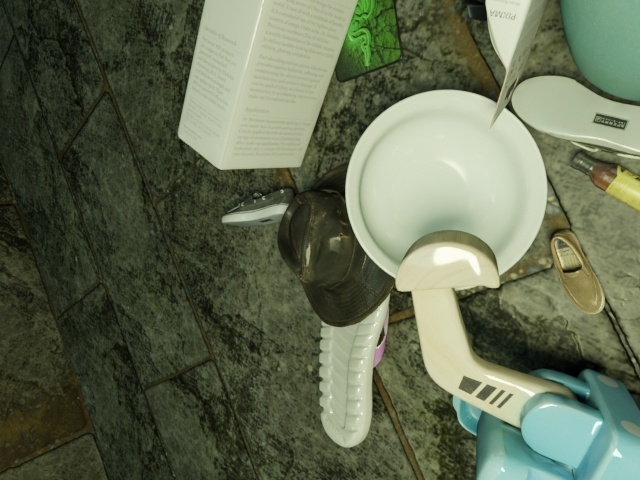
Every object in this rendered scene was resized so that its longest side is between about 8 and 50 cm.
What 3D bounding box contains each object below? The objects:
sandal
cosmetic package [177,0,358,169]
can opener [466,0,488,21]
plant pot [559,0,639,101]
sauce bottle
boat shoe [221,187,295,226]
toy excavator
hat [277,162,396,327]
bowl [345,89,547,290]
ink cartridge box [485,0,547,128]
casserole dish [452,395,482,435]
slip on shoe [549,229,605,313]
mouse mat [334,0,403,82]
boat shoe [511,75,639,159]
[{"bbox_3d":[0.080,0.200,0.935,0.169,0.102,0.416,13,93,51],"label":"sandal"},{"bbox_3d":[-0.094,-0.373,0.869,0.161,0.230,0.453,38,120,29],"label":"cosmetic package"},{"bbox_3d":[0.309,-0.375,0.674,0.186,0.073,0.059,11,67,33],"label":"can opener"},{"bbox_3d":[0.397,-0.274,0.506,0.290,0.290,0.195,45,159,23],"label":"plant pot"},{"bbox_3d":[0.418,-0.083,0.644,0.128,0.042,0.042,41,121,24],"label":"sauce bottle"},{"bbox_3d":[-0.147,-0.080,1.076,0.228,0.080,0.076,-9,76,42],"label":"boat shoe"},{"bbox_3d":[0.278,0.245,0.617,0.445,0.222,0.433,18,109,12],"label":"toy excavator"},{"bbox_3d":[0.000,0.000,0.882,0.331,0.134,0.331,-12,74,49],"label":"hat"},{"bbox_3d":[0.188,-0.074,0.735,0.298,0.134,0.297,0,91,4],"label":"bowl"},{"bbox_3d":[0.253,-0.291,0.594,0.066,0.189,0.232,26,135,18],"label":"ink cartridge box"},{"bbox_3d":[0.327,0.302,0.796,0.188,0.037,0.114,13,106,35],"label":"casserole dish"},{"bbox_3d":[0.387,0.049,0.694,0.051,0.041,0.135,-20,86,39],"label":"slip on shoe"},{"bbox_3d":[0.078,-0.414,0.873,0.153,0.007,0.189,-6,94,39],"label":"mouse mat"},{"bbox_3d":[0.375,-0.162,0.638,0.219,0.070,0.077,31,98,25],"label":"boat shoe"}]
